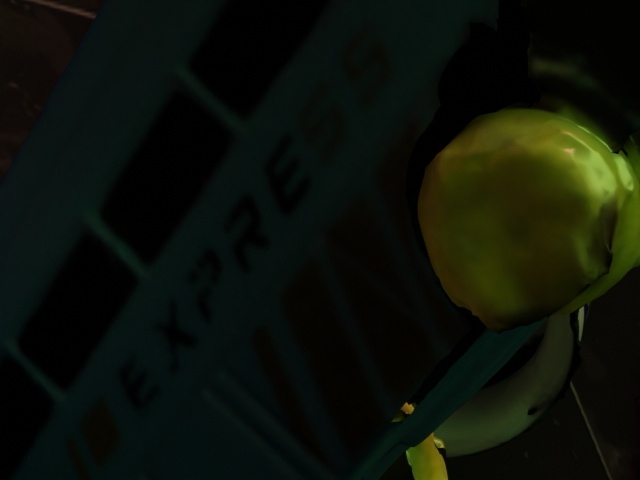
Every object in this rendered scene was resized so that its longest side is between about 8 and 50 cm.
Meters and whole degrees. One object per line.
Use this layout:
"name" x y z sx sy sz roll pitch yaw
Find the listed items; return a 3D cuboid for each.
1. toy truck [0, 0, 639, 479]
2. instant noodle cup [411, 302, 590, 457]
"toy truck" 0.000 0.000 0.460 0.162 0.385 0.161 43 33 11
"instant noodle cup" 0.040 -0.078 0.700 0.284 0.284 0.312 37 45 -23
